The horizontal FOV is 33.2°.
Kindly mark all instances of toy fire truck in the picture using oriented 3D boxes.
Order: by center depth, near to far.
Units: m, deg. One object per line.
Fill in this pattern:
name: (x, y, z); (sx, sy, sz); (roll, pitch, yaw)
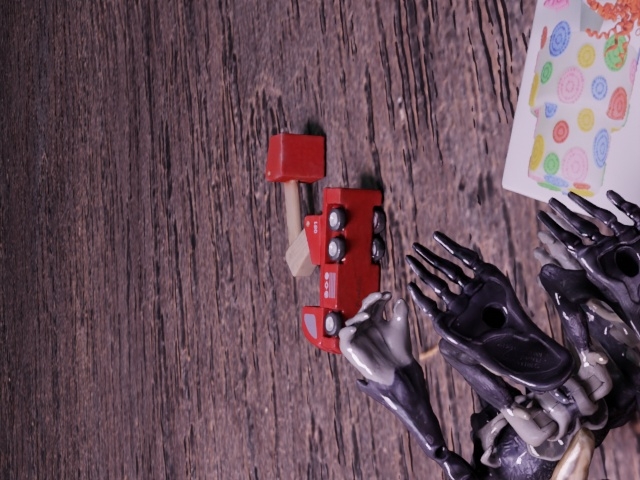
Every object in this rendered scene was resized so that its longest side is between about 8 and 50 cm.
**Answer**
toy fire truck: (0.000, 0.000, 0.940); (0.135, 0.047, 0.192); (2, 90, 59)

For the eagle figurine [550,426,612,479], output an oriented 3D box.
eagle figurine: (0.203, 0.258, 0.495); (0.298, 0.225, 0.226); (32, 163, 24)

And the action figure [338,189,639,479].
action figure: (0.108, 0.063, 0.586); (0.141, 0.164, 0.275); (60, 170, 24)

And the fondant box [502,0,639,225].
fondant box: (0.229, -0.157, 0.529); (0.238, 0.096, 0.330); (27, 109, 56)
